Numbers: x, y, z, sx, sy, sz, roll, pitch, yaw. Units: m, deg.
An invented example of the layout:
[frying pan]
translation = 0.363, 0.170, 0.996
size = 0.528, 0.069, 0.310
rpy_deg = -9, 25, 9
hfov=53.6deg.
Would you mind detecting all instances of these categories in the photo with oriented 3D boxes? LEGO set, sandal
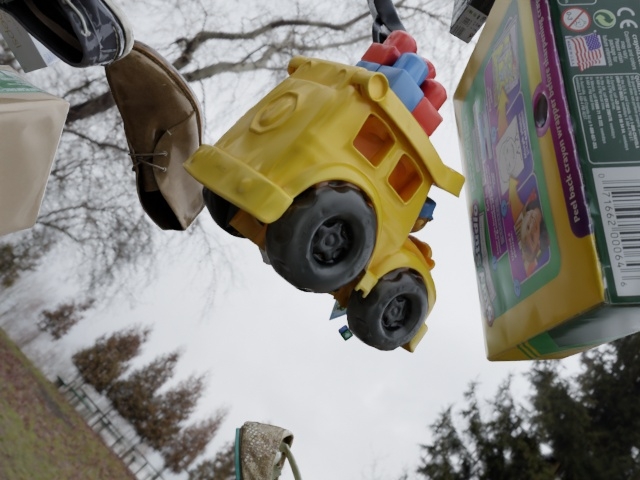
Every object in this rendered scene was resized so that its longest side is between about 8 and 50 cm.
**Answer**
[LEGO set]
translation = 0.113, 0.117, 1.319
size = 0.182, 0.244, 0.060
rpy_deg = -24, -67, 27
[sandal]
translation = 0.104, -0.319, 1.012
size = 0.097, 0.054, 0.254
rpy_deg = 74, -1, -64

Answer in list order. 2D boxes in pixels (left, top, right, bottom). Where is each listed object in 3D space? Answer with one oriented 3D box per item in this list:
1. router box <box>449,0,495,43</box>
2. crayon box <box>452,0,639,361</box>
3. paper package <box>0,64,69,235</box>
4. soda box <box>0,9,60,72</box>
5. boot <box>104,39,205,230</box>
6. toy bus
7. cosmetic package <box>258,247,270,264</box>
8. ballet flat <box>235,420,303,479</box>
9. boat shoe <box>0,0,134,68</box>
[router box]
translation = 0.296, -0.451, 1.101
size = 0.046, 0.133, 0.179
rpy_deg = 27, -43, -11
[crayon box]
translation = 0.241, -0.075, 0.666
size = 0.313, 0.106, 0.362
rpy_deg = 94, -6, -72
[paper package]
translation = -0.654, -0.146, 1.129
size = 0.168, 0.325, 0.309
rpy_deg = 33, -67, 11
[soda box]
translation = -0.512, -0.398, 1.062
size = 0.074, 0.069, 0.216
rpy_deg = -1, -55, 35
[boot]
translation = -0.229, -0.135, 0.898
size = 0.112, 0.115, 0.305
rpy_deg = 3, -41, 17
[toy bus]
translation = 0.038, -0.048, 0.507
size = 0.220, 0.211, 0.149
rpy_deg = 44, -9, -37
[cosmetic package]
translation = 0.000, 0.000, 1.346
size = 0.238, 0.127, 0.107
rpy_deg = 13, -24, 9
[ballet flat]
translation = -0.045, 0.248, 0.564
size = 0.206, 0.067, 0.073
rpy_deg = -96, -174, -50
[boat shoe]
translation = -0.256, -0.228, 0.539
size = 0.206, 0.065, 0.075
rpy_deg = 43, -51, -10
